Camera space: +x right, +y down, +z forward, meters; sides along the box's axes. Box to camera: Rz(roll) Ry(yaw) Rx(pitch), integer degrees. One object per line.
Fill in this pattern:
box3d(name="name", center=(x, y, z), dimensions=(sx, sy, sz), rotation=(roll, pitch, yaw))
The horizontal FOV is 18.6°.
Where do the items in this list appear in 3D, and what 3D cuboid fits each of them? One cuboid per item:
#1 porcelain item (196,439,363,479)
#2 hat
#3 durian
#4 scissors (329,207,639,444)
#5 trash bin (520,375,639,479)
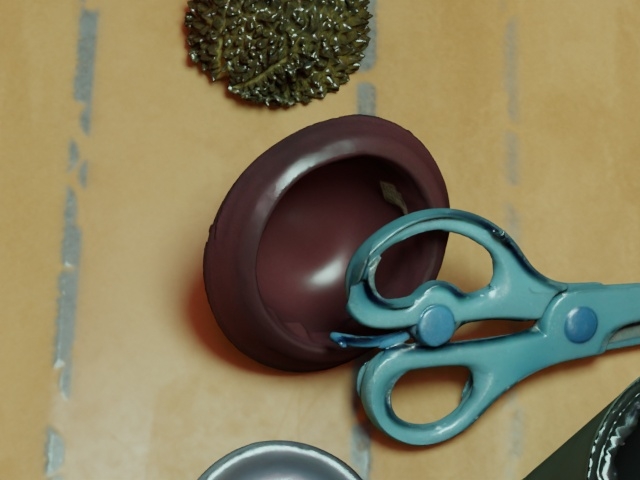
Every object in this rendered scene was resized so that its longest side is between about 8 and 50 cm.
box3d(name="porcelain item", center=(-0.034, 0.222, 1.354), dimensions=(0.147, 0.114, 0.147), rotation=(4, 66, -9))
box3d(name="hat", center=(0.000, 0.000, 1.454), dimensions=(0.205, 0.089, 0.205), rotation=(-9, 110, -27))
box3d(name="durian", center=(-0.022, -0.197, 1.547), dimensions=(0.148, 0.091, 0.188), rotation=(25, 63, -2))
box3d(name="scissors", center=(0.187, 0.055, 1.491), dimensions=(0.393, 0.032, 0.180), rotation=(-5, 107, -23))
box3d(name="trash bin", center=(0.242, 0.218, 1.337), dimensions=(0.217, 0.262, 0.277), rotation=(-1, 68, -13))
